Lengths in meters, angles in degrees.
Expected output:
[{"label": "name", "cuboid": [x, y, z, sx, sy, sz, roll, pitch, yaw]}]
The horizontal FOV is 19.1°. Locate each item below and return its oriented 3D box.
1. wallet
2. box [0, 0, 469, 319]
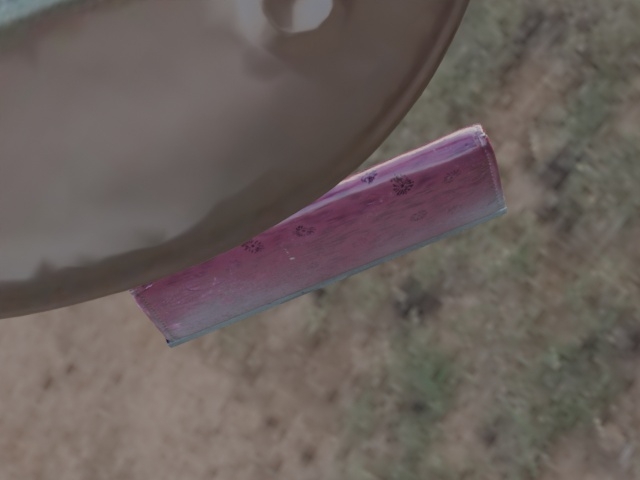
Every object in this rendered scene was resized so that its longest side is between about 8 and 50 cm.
[{"label": "wallet", "cuboid": [0.000, 0.000, 1.155, 0.232, 0.119, 0.025, -22, 69, 1]}, {"label": "box", "cuboid": [-0.094, -0.125, 0.482, 0.301, 0.301, 0.216, -50, 26, 8]}]
